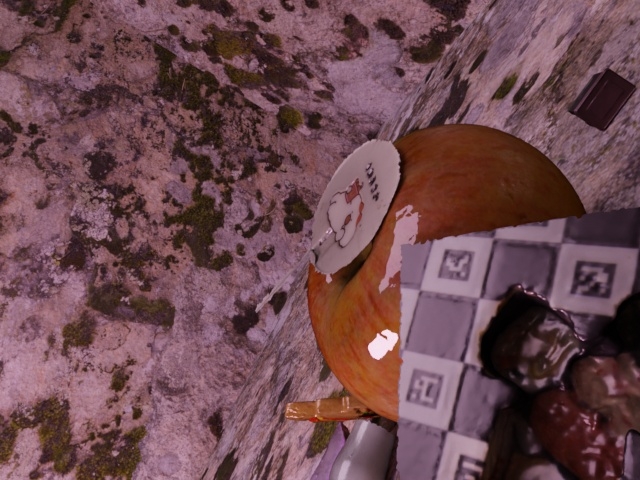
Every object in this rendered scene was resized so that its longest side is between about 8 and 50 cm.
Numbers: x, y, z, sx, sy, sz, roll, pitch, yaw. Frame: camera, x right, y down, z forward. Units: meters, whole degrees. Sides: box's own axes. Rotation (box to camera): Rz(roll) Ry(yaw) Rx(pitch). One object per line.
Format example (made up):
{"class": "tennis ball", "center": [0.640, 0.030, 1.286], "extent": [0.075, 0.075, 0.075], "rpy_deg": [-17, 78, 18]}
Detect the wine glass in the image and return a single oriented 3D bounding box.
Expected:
{"class": "wine glass", "center": [0.056, 0.401, 0.983], "extent": [0.202, 0.093, 0.093], "rpy_deg": [-65, 10, -24]}

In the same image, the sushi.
{"class": "sushi", "center": [0.223, 0.140, 0.502], "extent": [0.320, 0.069, 0.339], "rpy_deg": [-12, 59, 31]}

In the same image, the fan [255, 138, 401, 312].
{"class": "fan", "center": [0.001, 0.000, 0.791], "extent": [0.329, 0.009, 0.190], "rpy_deg": [-49, 29, 29]}

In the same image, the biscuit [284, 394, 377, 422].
{"class": "biscuit", "center": [0.059, 0.302, 1.069], "extent": [0.239, 0.212, 0.041], "rpy_deg": [-28, 57, 48]}

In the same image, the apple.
{"class": "apple", "center": [0.175, 0.046, 0.812], "extent": [0.400, 0.334, 0.400], "rpy_deg": [-45, 35, 44]}

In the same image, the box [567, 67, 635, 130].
{"class": "box", "center": [0.455, -0.230, 0.976], "extent": [0.084, 0.060, 0.063], "rpy_deg": [-58, 1, 14]}

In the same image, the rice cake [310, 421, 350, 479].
{"class": "rice cake", "center": [-0.020, 0.527, 1.077], "extent": [0.398, 0.064, 0.070], "rpy_deg": [-62, 19, -17]}
